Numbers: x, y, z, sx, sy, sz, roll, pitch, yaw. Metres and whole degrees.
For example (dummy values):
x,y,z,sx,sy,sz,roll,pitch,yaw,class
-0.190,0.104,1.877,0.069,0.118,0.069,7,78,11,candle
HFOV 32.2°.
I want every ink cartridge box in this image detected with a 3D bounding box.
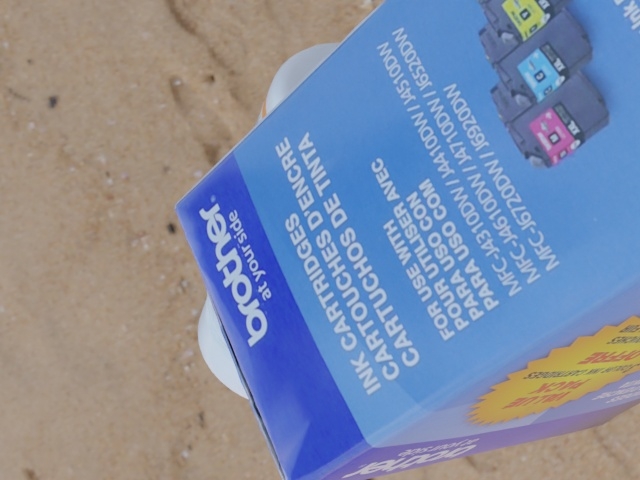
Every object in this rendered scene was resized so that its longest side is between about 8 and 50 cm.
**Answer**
x,y,z,sx,sy,sz,roll,pitch,yaw,class
0.130,-0.024,0.483,0.395,0.270,0.151,-38,65,36,ink cartridge box

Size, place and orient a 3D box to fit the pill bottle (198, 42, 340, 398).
x,y,z,sx,sy,sz,roll,pitch,yaw,class
0.000,0.000,1.226,0.224,0.224,0.392,44,137,19,pill bottle
